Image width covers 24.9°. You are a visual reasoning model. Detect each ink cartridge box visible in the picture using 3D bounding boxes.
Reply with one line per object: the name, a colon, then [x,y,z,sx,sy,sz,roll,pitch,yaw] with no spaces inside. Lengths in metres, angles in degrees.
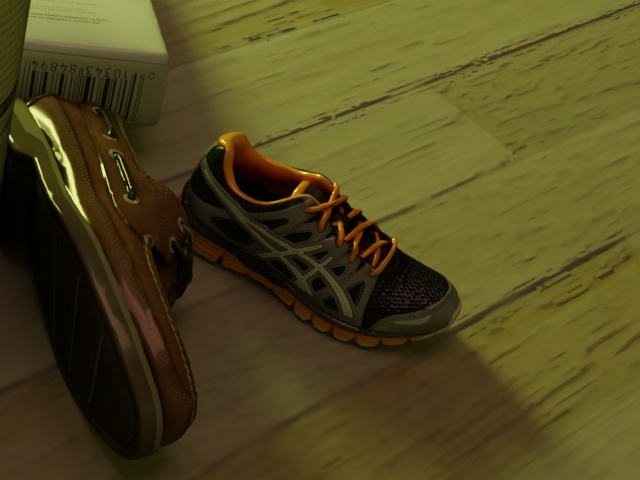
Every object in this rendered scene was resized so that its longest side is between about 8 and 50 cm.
ink cartridge box: [-0.301,-0.206,1.115,0.324,0.071,0.330,3,33,-18]

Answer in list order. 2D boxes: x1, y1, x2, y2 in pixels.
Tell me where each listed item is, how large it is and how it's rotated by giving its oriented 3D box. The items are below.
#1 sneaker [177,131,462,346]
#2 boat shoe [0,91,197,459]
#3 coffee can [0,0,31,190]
sneaker: [0.000,0.000,0.996,0.215,0.083,0.084,25,38,5]
boat shoe: [-0.128,0.003,0.917,0.104,0.110,0.307,-8,47,-28]
coffee can: [-0.276,-0.097,0.843,0.202,0.275,0.201,12,39,-10]
